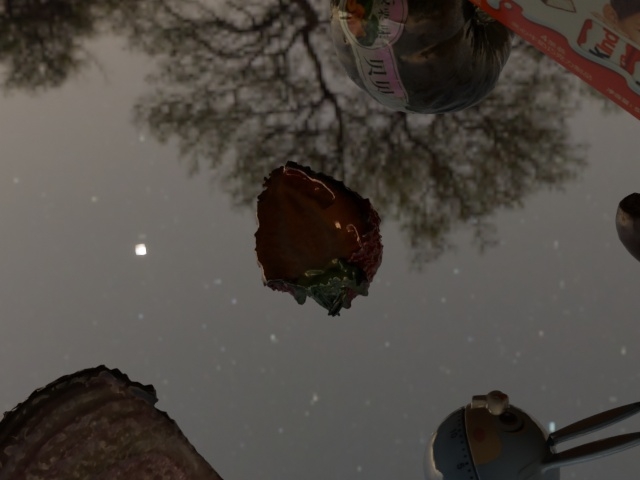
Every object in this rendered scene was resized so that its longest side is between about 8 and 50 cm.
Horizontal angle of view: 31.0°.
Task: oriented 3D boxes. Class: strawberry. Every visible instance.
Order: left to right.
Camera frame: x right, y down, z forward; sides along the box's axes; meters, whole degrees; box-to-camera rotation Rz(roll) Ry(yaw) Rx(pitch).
[{"bbox_3d":[0.001,0.003,1.224,0.192,0.140,0.085,19,167,42],"label":"strawberry"}]

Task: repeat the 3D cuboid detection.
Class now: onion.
[{"bbox_3d":[-0.194,0.232,0.861,0.247,0.250,0.111,-48,-151,-24],"label":"onion"}]

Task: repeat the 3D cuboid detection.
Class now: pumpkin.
[{"bbox_3d":[0.133,-0.259,1.247,0.189,0.260,0.260,13,-152,30],"label":"pumpkin"}]

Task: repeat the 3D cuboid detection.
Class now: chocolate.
[{"bbox_3d":[0.403,-0.020,1.313,0.133,0.127,0.124,5,-177,12],"label":"chocolate"}]

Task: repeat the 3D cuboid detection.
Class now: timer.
[{"bbox_3d":[0.229,0.230,1.312,0.255,0.175,0.175,-45,-164,17],"label":"timer"}]

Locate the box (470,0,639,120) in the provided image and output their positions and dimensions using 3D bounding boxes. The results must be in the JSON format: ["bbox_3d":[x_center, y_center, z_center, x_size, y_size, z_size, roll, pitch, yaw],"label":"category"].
[{"bbox_3d":[0.223,-0.230,0.974,0.273,0.265,0.048,39,-104,13],"label":"box"}]
